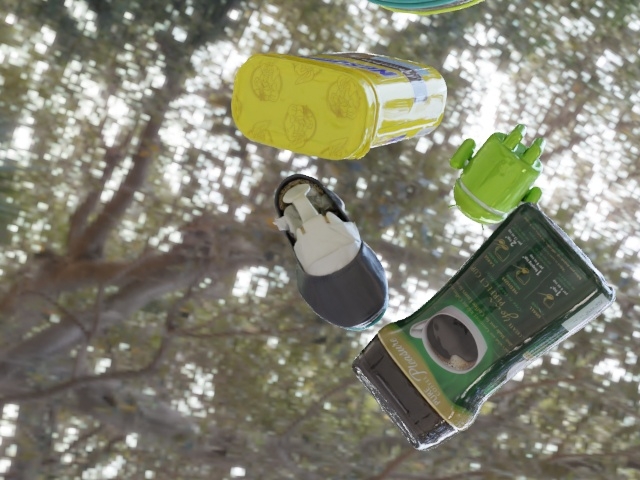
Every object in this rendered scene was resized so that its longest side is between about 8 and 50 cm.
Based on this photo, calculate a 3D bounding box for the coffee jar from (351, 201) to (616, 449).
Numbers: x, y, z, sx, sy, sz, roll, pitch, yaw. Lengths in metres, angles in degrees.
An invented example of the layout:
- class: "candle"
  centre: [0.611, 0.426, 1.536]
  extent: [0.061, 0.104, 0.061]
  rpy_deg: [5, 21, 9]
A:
- class: "coffee jar"
  centre: [0.115, 0.065, 0.883]
  extent: [0.184, 0.079, 0.096]
  rpy_deg: [-42, -109, 8]

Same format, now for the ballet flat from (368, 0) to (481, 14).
- class: "ballet flat"
  centre: [0.110, -0.181, 0.670]
  extent: [0.231, 0.077, 0.077]
  rpy_deg: [-14, -82, 51]

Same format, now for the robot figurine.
- class: "robot figurine"
  centre: [0.182, -0.065, 1.256]
  extent: [0.101, 0.067, 0.115]
  rpy_deg: [36, -66, 0]

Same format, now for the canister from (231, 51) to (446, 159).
- class: "canister"
  centre: [0.021, -0.120, 1.039]
  extent: [0.126, 0.170, 0.073]
  rpy_deg: [15, -73, 25]

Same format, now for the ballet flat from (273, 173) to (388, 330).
- class: "ballet flat"
  centre: [0.000, 0.000, 1.003]
  extent: [0.074, 0.074, 0.203]
  rpy_deg: [-55, -154, 16]
